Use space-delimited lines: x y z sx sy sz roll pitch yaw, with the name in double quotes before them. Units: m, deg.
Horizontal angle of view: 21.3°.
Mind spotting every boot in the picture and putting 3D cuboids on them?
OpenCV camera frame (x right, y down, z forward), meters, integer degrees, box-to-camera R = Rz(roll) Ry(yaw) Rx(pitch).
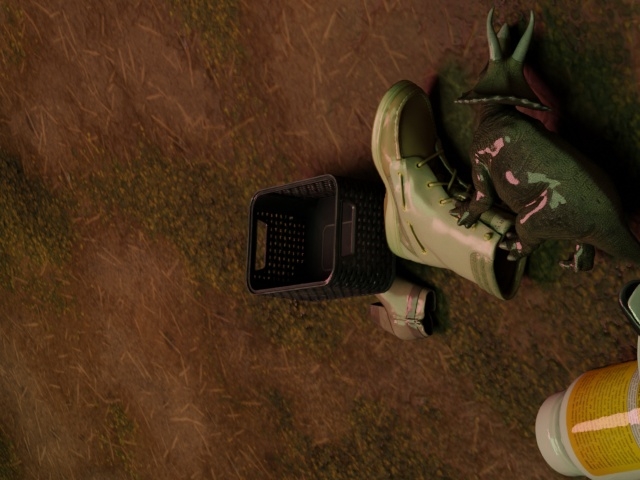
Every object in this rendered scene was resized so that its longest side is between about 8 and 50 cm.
"boot" 0.135 -0.050 1.728 0.165 0.077 0.213 27 136 41
"boot" 0.089 0.054 1.902 0.087 0.042 0.118 8 116 42

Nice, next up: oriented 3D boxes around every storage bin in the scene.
"storage bin" 0.000 0.000 1.894 0.180 0.084 0.122 -10 75 56

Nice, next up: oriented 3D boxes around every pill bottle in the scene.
"pill bottle" 0.302 0.171 1.621 0.208 0.117 0.117 -24 93 57

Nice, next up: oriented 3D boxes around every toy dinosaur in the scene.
"toy dinosaur" 0.210 -0.048 1.590 0.313 0.121 0.160 55 160 18

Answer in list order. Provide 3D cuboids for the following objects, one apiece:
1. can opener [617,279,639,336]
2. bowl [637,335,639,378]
"can opener" 0.344 0.136 1.359 0.280 0.074 0.093 57 180 11
"bowl" 0.420 0.116 1.409 0.298 0.134 0.298 32 136 38
